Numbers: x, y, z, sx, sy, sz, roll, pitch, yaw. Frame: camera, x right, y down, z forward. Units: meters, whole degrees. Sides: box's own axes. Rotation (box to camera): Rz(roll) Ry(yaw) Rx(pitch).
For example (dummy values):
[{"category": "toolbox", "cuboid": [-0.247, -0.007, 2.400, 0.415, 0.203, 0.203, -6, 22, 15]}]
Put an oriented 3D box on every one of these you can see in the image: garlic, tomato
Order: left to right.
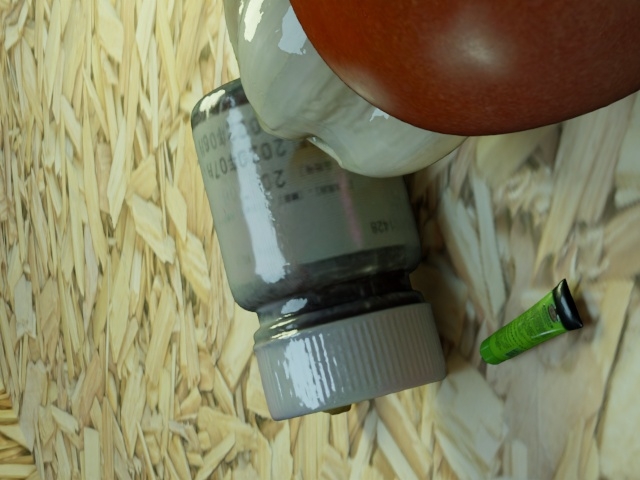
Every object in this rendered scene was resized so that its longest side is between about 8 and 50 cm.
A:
[{"category": "garlic", "cuboid": [0.013, -0.160, 0.972, 0.203, 0.185, 0.281, -48, 60, 26]}, {"category": "tomato", "cuboid": [0.102, -0.176, 0.752, 0.256, 0.256, 0.224, 10, 127, 64]}]

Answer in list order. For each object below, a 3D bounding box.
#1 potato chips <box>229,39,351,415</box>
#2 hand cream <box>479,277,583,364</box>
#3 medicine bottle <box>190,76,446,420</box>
[{"category": "potato chips", "cuboid": [-0.021, -0.034, 1.293, 0.080, 0.057, 0.407, -16, 86, 62]}, {"category": "hand cream", "cuboid": [0.153, 0.064, 1.003, 0.122, 0.023, 0.036, -46, 58, 61]}, {"category": "medicine bottle", "cuboid": [0.000, 0.000, 1.137, 0.165, 0.165, 0.273, -29, 75, 64]}]
